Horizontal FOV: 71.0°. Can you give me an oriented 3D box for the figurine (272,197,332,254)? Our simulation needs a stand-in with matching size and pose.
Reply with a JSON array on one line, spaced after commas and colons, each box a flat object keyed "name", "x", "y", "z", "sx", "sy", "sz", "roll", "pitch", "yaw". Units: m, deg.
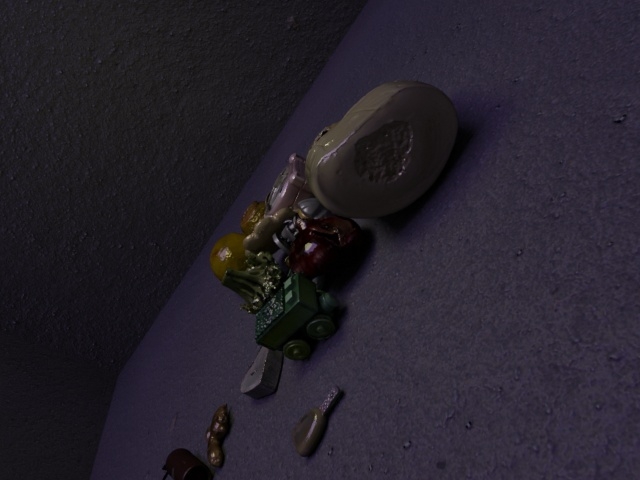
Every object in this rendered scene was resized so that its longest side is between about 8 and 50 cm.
[{"name": "figurine", "x": -0.054, "y": -0.049, "z": 1.728, "sx": 0.236, "sy": 0.176, "sz": 0.133, "roll": -46, "pitch": 7, "yaw": 12}]

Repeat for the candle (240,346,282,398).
[{"name": "candle", "x": -0.194, "y": 0.449, "z": 1.504, "sx": 0.192, "sy": 0.068, "sz": 0.168, "roll": -59, "pitch": 20, "yaw": 2}]

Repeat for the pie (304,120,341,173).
[{"name": "pie", "x": 0.078, "y": -0.323, "z": 1.755, "sx": 0.339, "sy": 0.077, "sz": 0.339, "roll": -11, "pitch": 67, "yaw": 27}]

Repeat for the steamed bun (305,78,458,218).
[{"name": "steamed bun", "x": 0.178, "y": -0.261, "z": 1.357, "sx": 0.456, "sy": 0.290, "sz": 0.371, "roll": -40, "pitch": 20, "yaw": 7}]

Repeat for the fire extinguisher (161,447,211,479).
[{"name": "fire extinguisher", "x": -0.499, "y": 0.826, "z": 1.600, "sx": 0.344, "sy": 0.102, "sz": 0.138, "roll": -18, "pitch": 37, "yaw": 56}]

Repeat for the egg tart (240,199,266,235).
[{"name": "egg tart", "x": -0.352, "y": -0.119, "z": 2.455, "sx": 0.294, "sy": 0.123, "sz": 0.294, "roll": -46, "pitch": 26, "yaw": 30}]

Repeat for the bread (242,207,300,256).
[{"name": "bread", "x": -0.183, "y": -0.026, "z": 1.863, "sx": 0.316, "sy": 0.316, "sz": 0.054, "roll": -46, "pitch": 69, "yaw": 26}]

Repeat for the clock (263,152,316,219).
[{"name": "clock", "x": -0.143, "y": -0.199, "z": 2.072, "sx": 0.326, "sy": 0.184, "sz": 0.342, "roll": -52, "pitch": 17, "yaw": 23}]

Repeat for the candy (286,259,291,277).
[{"name": "candy", "x": -0.113, "y": 0.108, "z": 1.724, "sx": 0.061, "sy": 0.061, "sz": 0.202, "roll": -52, "pitch": 7, "yaw": 14}]

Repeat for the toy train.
[{"name": "toy train", "x": -0.075, "y": 0.239, "z": 1.372, "sx": 0.272, "sy": 0.188, "sz": 0.159, "roll": -45, "pitch": 28, "yaw": 25}]

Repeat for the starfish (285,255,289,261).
[{"name": "starfish", "x": -0.045, "y": 0.037, "z": 1.647, "sx": 0.050, "sy": 0.217, "sz": 0.223, "roll": 50, "pitch": 145, "yaw": 29}]

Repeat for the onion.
[{"name": "onion", "x": 0.000, "y": 0.000, "z": 1.454, "sx": 0.272, "sy": 0.195, "sz": 0.272, "roll": -34, "pitch": 16, "yaw": 11}]

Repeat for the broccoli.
[{"name": "broccoli", "x": -0.261, "y": 0.164, "z": 1.759, "sx": 0.263, "sy": 0.243, "sz": 0.247, "roll": -70, "pitch": 21, "yaw": 2}]

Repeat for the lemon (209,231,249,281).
[{"name": "lemon", "x": -0.405, "y": 0.087, "z": 2.150, "sx": 0.267, "sy": 0.267, "sz": 0.267, "roll": -44, "pitch": 27, "yaw": 30}]

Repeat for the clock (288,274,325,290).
[{"name": "clock", "x": -0.054, "y": 0.170, "z": 1.581, "sx": 0.236, "sy": 0.053, "sz": 0.236, "roll": -44, "pitch": 24, "yaw": 25}]

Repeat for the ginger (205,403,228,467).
[{"name": "ginger", "x": -0.359, "y": 0.680, "z": 1.562, "sx": 0.133, "sy": 0.059, "sz": 0.214, "roll": -59, "pitch": 21, "yaw": 10}]

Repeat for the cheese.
[{"name": "cheese", "x": -0.006, "y": 0.457, "z": 1.158, "sx": 0.192, "sy": 0.037, "sz": 0.097, "roll": -56, "pitch": 24, "yaw": 4}]
